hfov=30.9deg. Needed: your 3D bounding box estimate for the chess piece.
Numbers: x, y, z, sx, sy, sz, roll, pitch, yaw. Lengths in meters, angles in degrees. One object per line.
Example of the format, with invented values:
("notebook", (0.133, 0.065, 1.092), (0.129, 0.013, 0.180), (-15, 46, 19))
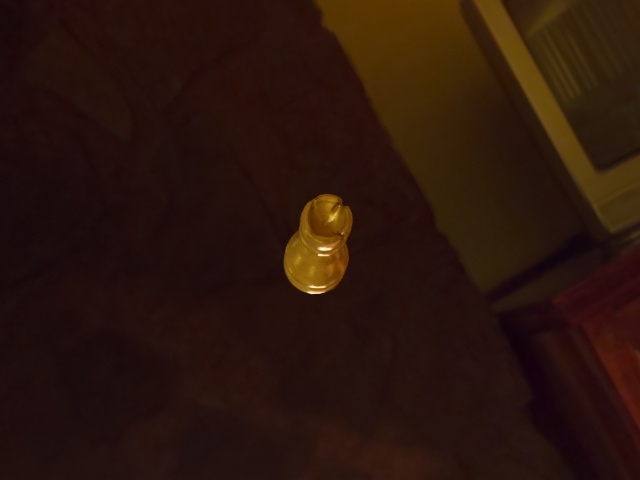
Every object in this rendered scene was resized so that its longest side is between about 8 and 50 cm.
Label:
("chess piece", (0.000, 0.000, 1.102), (0.066, 0.066, 0.122), (-28, -18, -17))
